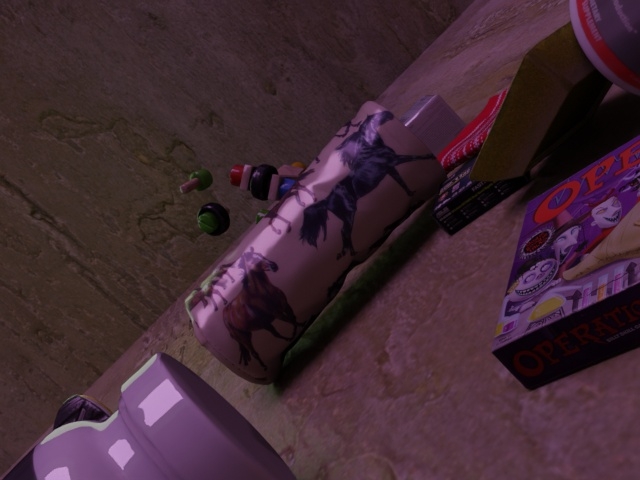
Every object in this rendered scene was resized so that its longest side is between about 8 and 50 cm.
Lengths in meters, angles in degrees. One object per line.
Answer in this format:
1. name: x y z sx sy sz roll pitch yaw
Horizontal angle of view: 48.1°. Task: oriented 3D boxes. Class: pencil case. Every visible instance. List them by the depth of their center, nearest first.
1. pencil case: 0.000 0.000 0.972 0.410 0.160 0.183 -48 -15 -5

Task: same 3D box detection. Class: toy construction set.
1. toy construction set: -0.023 -0.052 1.241 0.309 0.257 0.237 -10 18 35

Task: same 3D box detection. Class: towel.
1. towel: 0.267 -0.192 0.972 0.199 0.031 0.275 -47 3 -25

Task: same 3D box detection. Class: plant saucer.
1. plant saucer: 0.251 -0.150 0.739 0.188 0.045 0.188 -36 -22 -27

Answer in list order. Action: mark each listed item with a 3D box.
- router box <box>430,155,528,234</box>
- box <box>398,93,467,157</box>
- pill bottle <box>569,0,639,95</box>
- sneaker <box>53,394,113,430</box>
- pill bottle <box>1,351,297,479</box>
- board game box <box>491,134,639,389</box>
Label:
1. router box: 0.197 -0.071 0.877 0.122 0.038 0.092 -38 12 32
2. box: 0.181 -0.185 1.223 0.102 0.087 0.101 -44 11 3
3. pill bottle: 0.342 -0.235 0.548 0.161 0.161 0.283 -50 5 -22
4. sneaker: -0.194 0.244 0.747 0.081 0.208 0.094 -39 0 7
5. pill bottle: -0.198 0.282 0.580 0.363 0.210 0.210 -46 11 -8
6. board game box: 0.275 -0.043 0.473 0.347 0.056 0.208 -37 10 38
